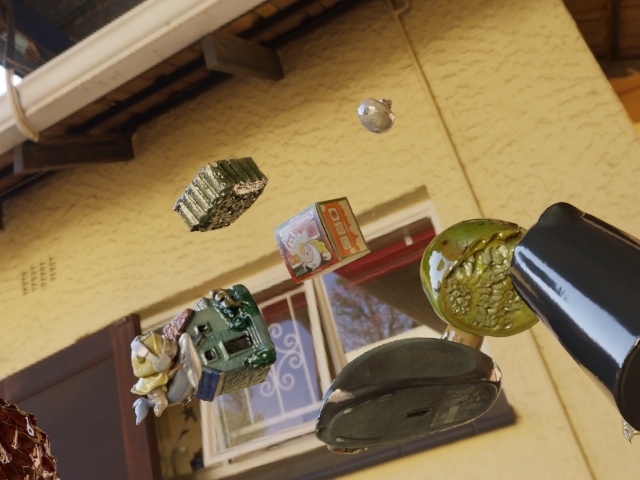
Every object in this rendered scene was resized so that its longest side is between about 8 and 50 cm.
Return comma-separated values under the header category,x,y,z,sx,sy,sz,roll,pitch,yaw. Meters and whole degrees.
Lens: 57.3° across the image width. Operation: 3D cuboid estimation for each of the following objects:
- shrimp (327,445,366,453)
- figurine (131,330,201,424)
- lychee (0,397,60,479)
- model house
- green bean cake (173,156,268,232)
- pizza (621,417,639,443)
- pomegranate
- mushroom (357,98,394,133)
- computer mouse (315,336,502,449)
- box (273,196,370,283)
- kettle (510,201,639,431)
category,x,y,z,sx,sy,sz,roll,pitch,yaw
shrimp,0.091,0.439,1.383,0.195,0.035,0.148,36,-99,-51
figurine,-0.347,0.291,1.271,0.183,0.209,0.128,40,-9,-23
lychee,-0.617,0.434,0.923,0.500,0.425,0.424,42,-49,-10
model house,-0.336,0.302,1.669,0.329,0.295,0.252,-15,-30,-21
green bean cake,-0.227,-0.104,1.370,0.173,0.094,0.181,-44,-12,27
pizza,0.789,0.347,1.284,0.292,0.197,0.058,-51,-29,-5
pomegranate,0.365,0.103,1.371,0.309,0.216,0.359,8,-62,-18
mushroom,0.124,-0.272,1.238,0.079,0.085,0.085,-55,-19,-15
computer mouse,0.153,0.272,1.064,0.373,0.114,0.203,-2,-52,-22
box,0.000,0.000,1.660,0.148,0.178,0.194,-16,-9,-46
kettle,0.434,0.109,0.829,0.203,0.308,0.262,-44,-66,9
